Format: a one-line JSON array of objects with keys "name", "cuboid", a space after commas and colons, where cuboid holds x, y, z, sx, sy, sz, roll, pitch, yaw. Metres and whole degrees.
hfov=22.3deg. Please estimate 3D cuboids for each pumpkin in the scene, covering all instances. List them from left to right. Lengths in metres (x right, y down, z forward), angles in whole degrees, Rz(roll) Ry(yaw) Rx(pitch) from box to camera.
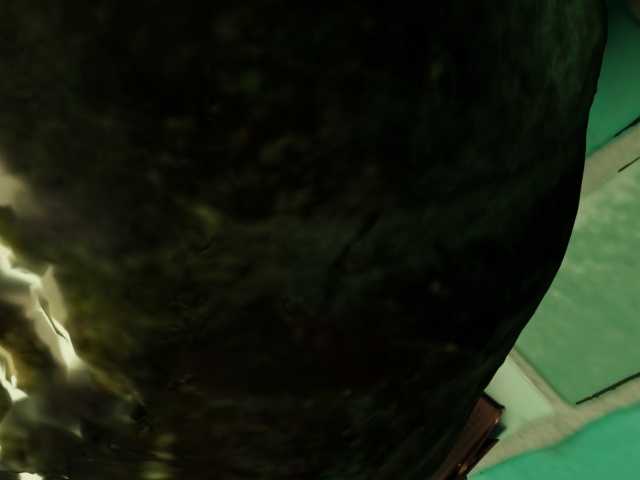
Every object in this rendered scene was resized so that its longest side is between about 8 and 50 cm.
[{"name": "pumpkin", "cuboid": [-0.115, -0.082, 0.580, 0.454, 0.344, 0.454, 10, 106, 38]}]

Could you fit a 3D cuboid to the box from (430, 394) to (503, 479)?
[{"name": "box", "cuboid": [0.006, 0.093, 0.873, 0.156, 0.111, 0.060, 40, 150, 14]}]
